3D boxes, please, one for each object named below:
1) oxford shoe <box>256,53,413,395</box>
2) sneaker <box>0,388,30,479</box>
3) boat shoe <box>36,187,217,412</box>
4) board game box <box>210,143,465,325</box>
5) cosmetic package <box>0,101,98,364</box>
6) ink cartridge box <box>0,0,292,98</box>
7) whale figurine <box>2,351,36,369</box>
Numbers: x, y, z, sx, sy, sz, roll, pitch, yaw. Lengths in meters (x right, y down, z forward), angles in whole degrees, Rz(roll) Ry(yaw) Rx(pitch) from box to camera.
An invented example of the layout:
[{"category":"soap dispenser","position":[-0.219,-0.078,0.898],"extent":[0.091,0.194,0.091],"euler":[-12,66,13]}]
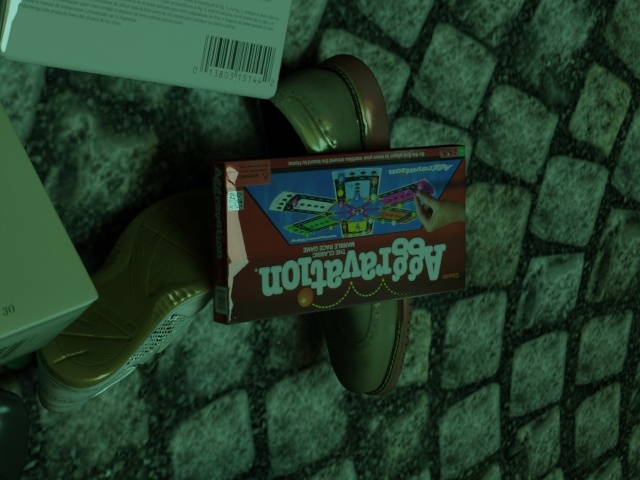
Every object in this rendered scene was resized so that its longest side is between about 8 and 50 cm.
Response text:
[{"category":"oxford shoe","position":[0.000,0.000,1.376],"extent":[0.130,0.123,0.348],"euler":[-20,107,-35]},{"category":"sneaker","position":[-0.299,0.264,1.159],"extent":[0.109,0.130,0.286],"euler":[21,88,-44]},{"category":"boat shoe","position":[-0.161,0.051,1.253],"extent":[0.277,0.098,0.096],"euler":[-43,170,-42]},{"category":"board game box","position":[0.024,-0.010,1.300],"extent":[0.281,0.027,0.145],"euler":[-7,101,-36]},{"category":"cosmetic package","position":[-0.297,-0.053,0.939],"extent":[0.160,0.113,0.309],"euler":[-24,83,-38]},{"category":"ink cartridge box","position":[-0.138,-0.265,1.172],"extent":[0.296,0.066,0.261],"euler":[4,102,-46]},{"category":"whale figurine","position":[-0.303,0.062,1.070],"extent":[0.272,0.141,0.216],"euler":[6,104,-51]}]
